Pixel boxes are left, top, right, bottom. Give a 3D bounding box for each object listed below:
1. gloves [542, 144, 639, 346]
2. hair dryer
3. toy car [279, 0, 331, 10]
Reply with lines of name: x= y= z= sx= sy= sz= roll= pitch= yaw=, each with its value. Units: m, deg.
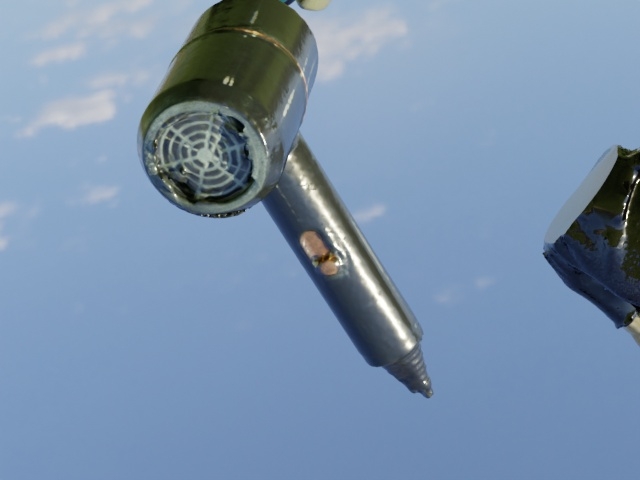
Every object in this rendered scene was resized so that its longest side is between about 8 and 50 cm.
gloves: x=0.275 y=0.018 z=0.993 sx=0.180 sy=0.129 sz=0.106 roll=32 pitch=174 yaw=-3
hair dryer: x=0.000 y=0.000 z=0.951 sx=0.107 sy=0.352 sz=0.189 roll=-25 pitch=-157 yaw=21
toy car: x=-0.049 y=-0.361 z=1.235 sx=0.247 sy=0.198 sz=0.204 roll=26 pitch=-151 yaw=-21
